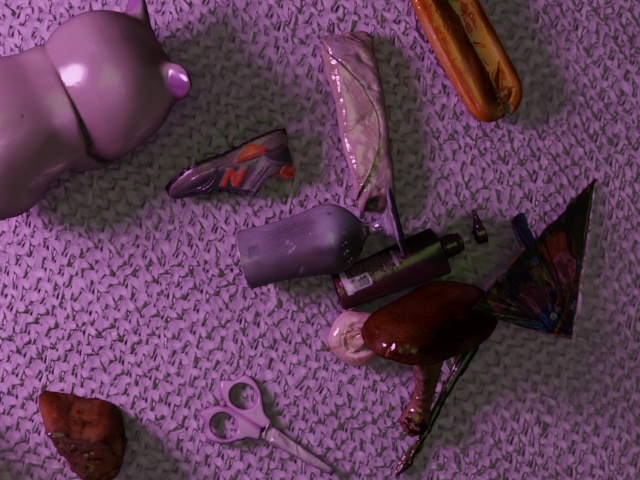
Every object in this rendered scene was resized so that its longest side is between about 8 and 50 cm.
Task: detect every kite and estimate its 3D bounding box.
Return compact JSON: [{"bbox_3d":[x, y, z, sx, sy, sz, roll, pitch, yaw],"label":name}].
[{"bbox_3d":[0.335,0.051,1.716,0.321,0.016,0.234,-42,117,-27],"label":"kite"}]

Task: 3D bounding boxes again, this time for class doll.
[{"bbox_3d":[-0.376,-0.179,1.626,0.370,0.226,0.215,-21,60,-13],"label":"doll"}]

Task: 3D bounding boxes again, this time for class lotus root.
[{"bbox_3d":[-0.328,0.276,1.672,0.095,0.135,0.159,-37,105,-4],"label":"lotus root"}]

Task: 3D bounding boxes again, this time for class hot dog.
[{"bbox_3d":[0.211,-0.289,1.728,0.100,0.068,0.249,-28,93,-16],"label":"hot dog"}]

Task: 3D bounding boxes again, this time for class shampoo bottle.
[{"bbox_3d":[0.132,0.030,1.723,0.236,0.067,0.068,-21,101,-4],"label":"shampoo bottle"}]

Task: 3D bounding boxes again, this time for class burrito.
[{"bbox_3d":[0.058,-0.171,1.722,0.082,0.059,0.275,-9,91,-8],"label":"burrito"}]

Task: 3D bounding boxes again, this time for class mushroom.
[{"bbox_3d":[0.156,0.178,1.701,0.227,0.148,0.217,-19,123,-32],"label":"mushroom"},{"bbox_3d":[0.053,0.142,1.715,0.084,0.067,0.083,0,93,3],"label":"mushroom"}]

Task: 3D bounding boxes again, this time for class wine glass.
[{"bbox_3d":[0.000,0.000,1.680,0.231,0.103,0.103,-13,90,8],"label":"wine glass"}]

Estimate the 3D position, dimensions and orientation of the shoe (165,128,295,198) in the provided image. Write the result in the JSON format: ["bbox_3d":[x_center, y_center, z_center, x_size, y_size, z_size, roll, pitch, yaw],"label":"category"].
[{"bbox_3d":[-0.126,-0.094,1.706,0.194,0.074,0.077,-25,96,-6],"label":"shoe"}]

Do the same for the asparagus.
[{"bbox_3d":[0.171,0.250,1.744,0.023,0.022,0.232,31,87,-18],"label":"asparagus"}]

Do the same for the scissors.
[{"bbox_3d":[-0.071,0.285,1.729,0.212,0.021,0.110,32,85,-3],"label":"scissors"}]
